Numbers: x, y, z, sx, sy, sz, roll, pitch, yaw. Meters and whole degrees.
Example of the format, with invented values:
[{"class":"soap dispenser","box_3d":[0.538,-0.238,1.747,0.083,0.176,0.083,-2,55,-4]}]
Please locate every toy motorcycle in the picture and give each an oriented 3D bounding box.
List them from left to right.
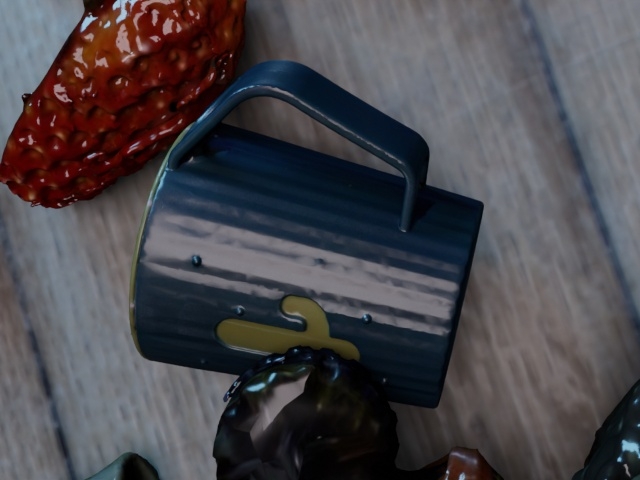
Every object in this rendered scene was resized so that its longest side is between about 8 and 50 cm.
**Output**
[{"class":"toy motorcycle","box_3d":[0.018,0.258,0.467,0.207,0.134,0.401,14,99,4]}]

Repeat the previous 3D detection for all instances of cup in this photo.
[{"class":"cup","box_3d":[0.000,0.000,0.490,0.155,0.131,0.177,14,129,9]}]

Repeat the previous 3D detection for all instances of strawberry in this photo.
[{"class":"strawberry","box_3d":[-0.104,-0.080,0.547,0.082,0.121,0.188,42,114,-1]}]

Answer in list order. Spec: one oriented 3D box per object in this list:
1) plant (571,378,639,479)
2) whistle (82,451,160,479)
[{"class":"plant","box_3d":[0.176,0.118,0.416,0.132,0.194,0.129,30,95,12]},{"class":"whistle","box_3d":[-0.236,0.224,0.585,0.326,0.068,0.057,-30,48,12]}]
